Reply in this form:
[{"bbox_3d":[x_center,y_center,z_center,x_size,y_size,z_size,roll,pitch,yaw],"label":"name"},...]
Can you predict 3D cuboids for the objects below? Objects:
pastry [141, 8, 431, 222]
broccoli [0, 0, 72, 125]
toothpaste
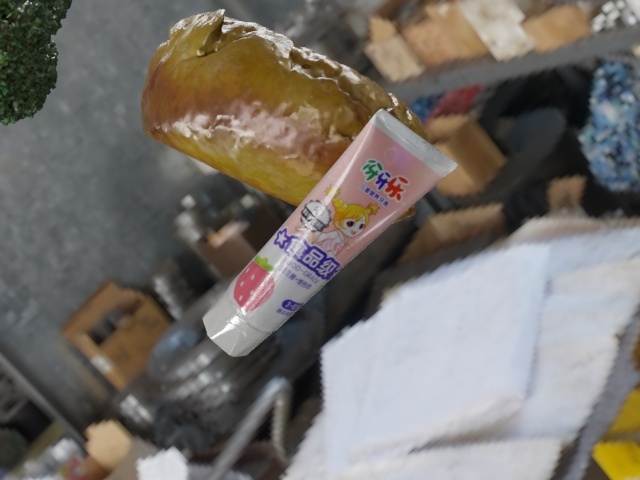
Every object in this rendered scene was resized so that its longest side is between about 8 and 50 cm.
[{"bbox_3d":[-0.038,-0.129,1.676,0.164,0.356,0.356,-67,22,0],"label":"pastry"},{"bbox_3d":[-0.305,-0.191,1.058,0.297,0.297,0.297,-35,20,3],"label":"broccoli"},{"bbox_3d":[0.000,0.000,1.001,0.194,0.067,0.043,-46,25,20],"label":"toothpaste"}]
